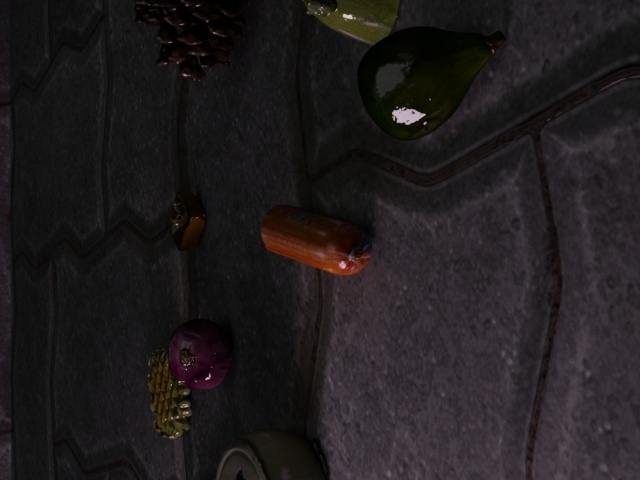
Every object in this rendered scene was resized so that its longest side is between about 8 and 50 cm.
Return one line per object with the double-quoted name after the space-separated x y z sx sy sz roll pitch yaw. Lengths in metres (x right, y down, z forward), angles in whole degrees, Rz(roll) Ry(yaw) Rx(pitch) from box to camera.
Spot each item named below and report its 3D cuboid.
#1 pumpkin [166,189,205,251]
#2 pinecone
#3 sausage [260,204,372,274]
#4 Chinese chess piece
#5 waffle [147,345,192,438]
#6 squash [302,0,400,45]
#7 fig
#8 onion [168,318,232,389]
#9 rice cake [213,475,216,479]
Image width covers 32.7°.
-0.236 -0.034 1.887 0.074 0.054 0.083 57 133 41 "pumpkin"
-0.202 -0.363 1.710 0.184 0.179 0.204 -86 0 -46 "pinecone"
0.000 0.000 1.408 0.234 0.071 0.071 16 104 62 "sausage"
-0.069 0.372 1.510 0.238 0.092 0.237 -8 82 63 "Chinese chess piece"
-0.272 0.275 1.969 0.183 0.036 0.169 161 105 -63 "waffle"
0.016 -0.291 1.314 0.105 0.132 0.105 -3 87 61 "squash"
0.116 -0.182 1.164 0.177 0.117 0.117 -26 66 49 "fig"
-0.192 0.183 1.762 0.104 0.115 0.115 -5 -83 -73 "onion"
-0.159 0.415 1.736 0.036 0.047 0.206 -100 27 -53 "rice cake"
